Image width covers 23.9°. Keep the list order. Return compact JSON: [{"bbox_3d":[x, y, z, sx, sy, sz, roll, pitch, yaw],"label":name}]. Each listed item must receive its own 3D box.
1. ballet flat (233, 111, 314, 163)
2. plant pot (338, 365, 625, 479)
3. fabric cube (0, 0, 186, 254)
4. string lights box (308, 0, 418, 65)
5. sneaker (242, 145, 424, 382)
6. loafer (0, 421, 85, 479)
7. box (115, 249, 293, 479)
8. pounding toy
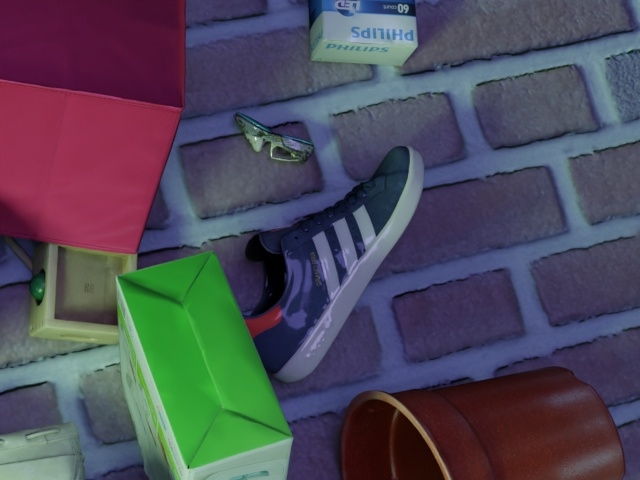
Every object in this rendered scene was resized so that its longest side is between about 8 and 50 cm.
[{"bbox_3d":[-0.065,-0.129,1.964,0.114,0.041,0.041,22,70,-8],"label":"ballet flat"},{"bbox_3d":[0.203,0.279,1.825,0.265,0.272,0.272,-14,79,-27],"label":"plant pot"},{"bbox_3d":[-0.305,-0.173,1.747,0.259,0.258,0.254,9,51,-14],"label":"fabric cube"},{"bbox_3d":[0.052,-0.373,2.041,0.133,0.077,0.260,2,75,-15],"label":"string lights box"},{"bbox_3d":[0.000,0.000,1.896,0.148,0.131,0.350,35,69,-9],"label":"sneaker"},{"bbox_3d":[-0.429,0.254,1.722,0.319,0.112,0.111,4,69,-23],"label":"loafer"},{"bbox_3d":[-0.139,0.190,1.706,0.126,0.231,0.262,-15,55,-16],"label":"box"},{"bbox_3d":[-0.304,0.053,1.824,0.141,0.100,0.130,8,74,-25],"label":"pounding toy"}]
